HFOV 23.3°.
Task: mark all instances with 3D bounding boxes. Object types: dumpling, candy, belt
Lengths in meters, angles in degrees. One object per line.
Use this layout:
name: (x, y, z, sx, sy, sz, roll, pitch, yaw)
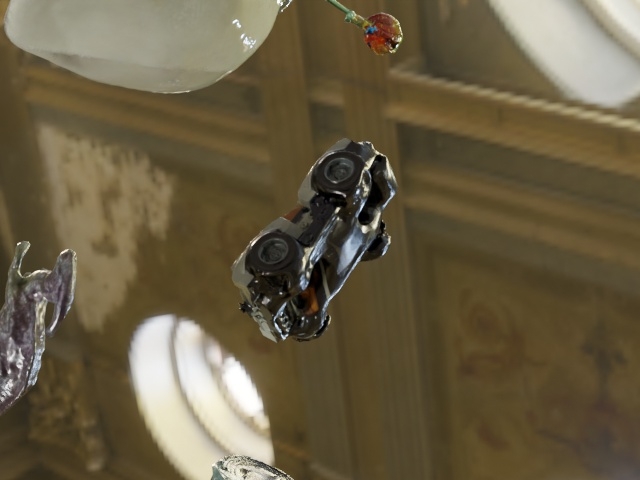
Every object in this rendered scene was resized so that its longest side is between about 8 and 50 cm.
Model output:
dumpling: (-0.145, -0.264, 1.624, 0.260, 0.341, 0.181, -34, -132, 36)
candy: (0.041, -0.325, 2.208, 0.201, 0.060, 0.060, 27, -179, -39)
belt: (-0.091, 0.364, 2.159, 0.151, 0.078, 0.198, 24, -172, -7)

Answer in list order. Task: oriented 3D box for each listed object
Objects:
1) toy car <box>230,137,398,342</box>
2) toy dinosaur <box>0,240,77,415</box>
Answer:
toy car: (-0.001, -0.002, 2.145, 0.118, 0.193, 0.301, 23, -113, 30)
toy dinosaur: (-0.374, 0.116, 1.884, 0.077, 0.294, 0.162, 9, -150, -26)
